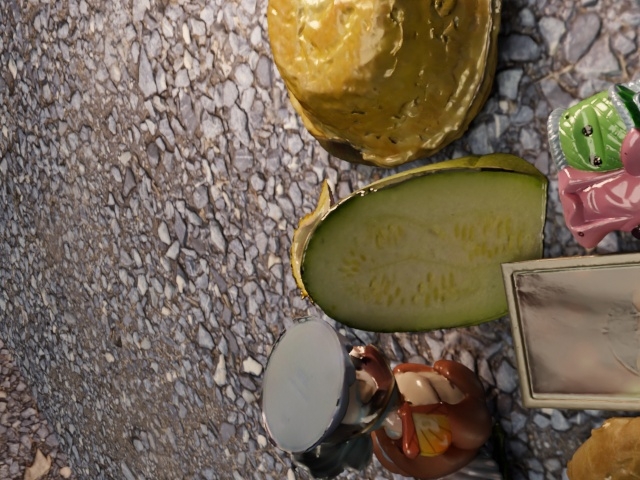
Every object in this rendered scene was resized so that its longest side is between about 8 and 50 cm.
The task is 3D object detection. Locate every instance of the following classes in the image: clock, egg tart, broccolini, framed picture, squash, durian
[{"bbox_3d":[0.381,-0.094,0.922,0.195,0.100,0.194,-9,94,47],"label":"clock"},{"bbox_3d":[0.059,-0.314,1.140,0.443,0.178,0.443,16,113,42],"label":"egg tart"},{"bbox_3d":[0.278,0.391,1.227,0.074,0.058,0.201,-6,99,41],"label":"broccolini"},{"bbox_3d":[0.385,0.118,1.001,0.289,0.020,0.211,-6,98,36],"label":"framed picture"},{"bbox_3d":[0.135,0.010,1.065,0.210,0.309,0.233,19,116,43],"label":"squash"},{"bbox_3d":[0.013,0.002,1.381,0.140,0.078,0.224,28,112,53],"label":"durian"}]

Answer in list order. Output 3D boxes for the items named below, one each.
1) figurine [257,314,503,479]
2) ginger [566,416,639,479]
[{"bbox_3d":[0.108,0.276,1.149,0.248,0.388,0.276,-62,37,12],"label":"figurine"},{"bbox_3d":[0.466,0.268,0.913,0.363,0.122,0.348,30,137,46],"label":"ginger"}]
